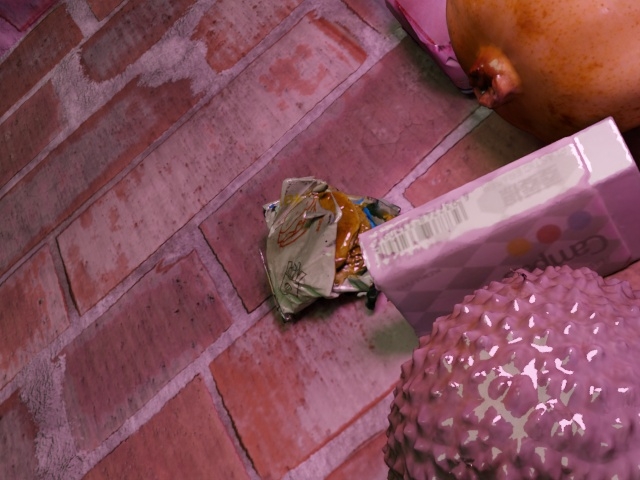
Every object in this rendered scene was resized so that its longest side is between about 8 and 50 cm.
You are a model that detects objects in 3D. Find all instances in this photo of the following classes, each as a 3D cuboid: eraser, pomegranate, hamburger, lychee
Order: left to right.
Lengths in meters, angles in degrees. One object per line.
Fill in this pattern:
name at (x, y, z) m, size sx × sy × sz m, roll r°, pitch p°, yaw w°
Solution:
hamburger at (0.002, -0.007, 1.504) m, size 0.275 × 0.150 × 0.261 m, roll -13°, pitch 54°, yaw 29°
eraser at (0.278, 0.000, 1.256) m, size 0.396 × 0.213 × 0.082 m, roll -26°, pitch 36°, yaw 20°
lychee at (0.269, 0.223, 0.999) m, size 0.380 × 0.380 × 0.432 m, roll -2°, pitch 40°, yaw 36°
pomegranate at (0.371, -0.330, 1.268) m, size 0.416 × 0.416 × 0.417 m, roll -20°, pitch 50°, yaw 25°

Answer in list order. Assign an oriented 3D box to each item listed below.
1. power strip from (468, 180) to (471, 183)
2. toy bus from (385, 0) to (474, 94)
power strip at (0.243, -0.068, 1.460) m, size 0.083 × 0.017 × 0.027 m, roll -48°, pitch 45°, yaw -1°
toy bus at (0.233, -0.404, 1.623) m, size 0.127 × 0.147 × 0.303 m, roll -41°, pitch 43°, yaw 13°
